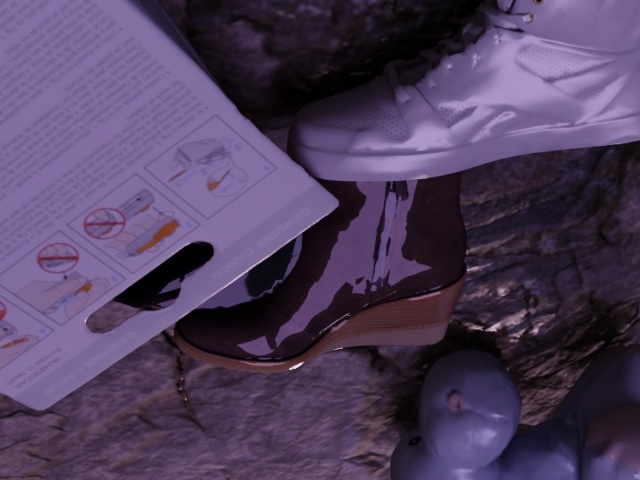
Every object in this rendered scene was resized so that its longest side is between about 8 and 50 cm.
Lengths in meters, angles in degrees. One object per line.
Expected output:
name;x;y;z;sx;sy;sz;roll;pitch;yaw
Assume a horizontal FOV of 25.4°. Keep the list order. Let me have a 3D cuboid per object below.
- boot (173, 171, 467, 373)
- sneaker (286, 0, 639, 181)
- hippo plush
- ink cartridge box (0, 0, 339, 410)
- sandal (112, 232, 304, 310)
boot;0.000;0.000;1.165;0.249;0.090;0.206;-5;122;-9
sneaker;0.111;-0.145;1.032;0.293;0.108;0.169;-11;124;-4
hippo plush;0.194;0.205;1.380;0.237;0.234;0.294;16;118;6
ink cartridge box;-0.218;-0.065;0.978;0.308;0.091;0.385;-35;134;16
sandal;-0.136;0.015;1.089;0.255;0.054;0.097;-3;110;-9
